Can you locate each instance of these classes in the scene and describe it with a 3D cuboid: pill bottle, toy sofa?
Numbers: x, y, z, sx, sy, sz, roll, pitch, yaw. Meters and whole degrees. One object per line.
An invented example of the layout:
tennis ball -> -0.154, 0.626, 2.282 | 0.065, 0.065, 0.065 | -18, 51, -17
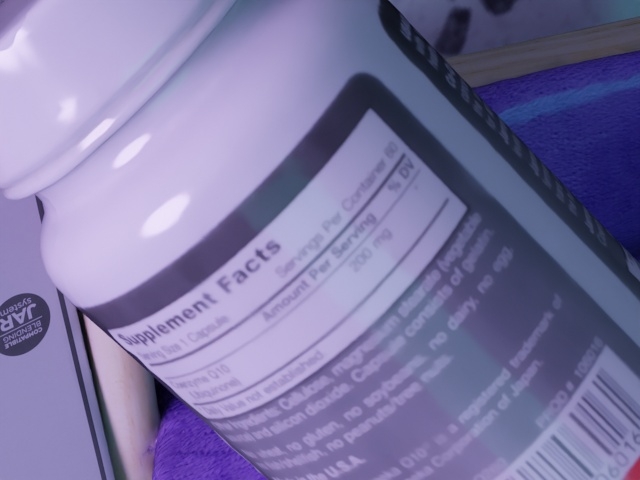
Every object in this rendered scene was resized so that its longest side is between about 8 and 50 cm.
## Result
pill bottle -> 0.000, 0.000, 0.653 | 0.161, 0.161, 0.283 | -46, 107, 0
toy sofa -> 0.065, 0.005, 0.818 | 0.363, 0.177, 0.150 | -13, 126, -14

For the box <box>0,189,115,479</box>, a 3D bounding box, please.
box -> -0.185, 0.076, 0.742 | 0.169, 0.087, 0.289 | -26, 122, -33
